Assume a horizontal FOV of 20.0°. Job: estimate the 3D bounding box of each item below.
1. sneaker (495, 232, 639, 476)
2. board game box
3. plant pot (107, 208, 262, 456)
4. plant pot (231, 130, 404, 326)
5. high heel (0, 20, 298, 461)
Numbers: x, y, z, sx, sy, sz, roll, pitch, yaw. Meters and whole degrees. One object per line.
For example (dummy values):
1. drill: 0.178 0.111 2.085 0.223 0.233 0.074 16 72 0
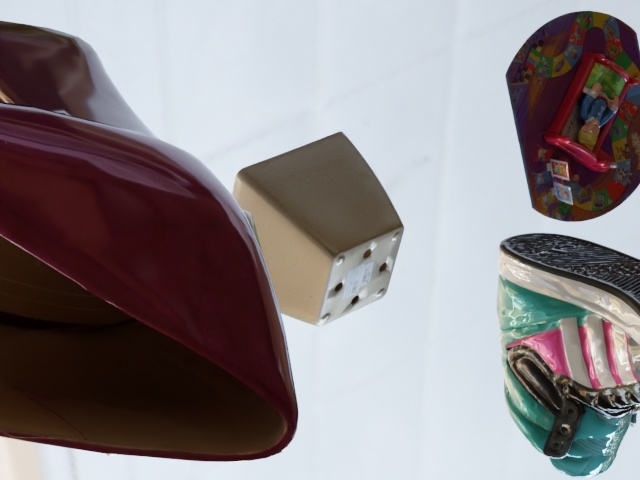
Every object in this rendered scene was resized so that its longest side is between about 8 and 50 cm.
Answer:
1. sneaker: 0.252 0.120 1.496 0.124 0.295 0.178 -13 116 -35
2. board game box: 0.218 -0.096 1.435 0.133 0.033 0.168 -22 109 -26
3. plant pot: -0.072 0.030 0.893 0.095 0.134 0.134 -13 145 -1
4. plant pot: 0.000 0.000 1.363 0.109 0.096 0.109 -24 142 -38
5. high heel: -0.181 0.005 0.530 0.377 0.181 0.127 -7 136 -36
